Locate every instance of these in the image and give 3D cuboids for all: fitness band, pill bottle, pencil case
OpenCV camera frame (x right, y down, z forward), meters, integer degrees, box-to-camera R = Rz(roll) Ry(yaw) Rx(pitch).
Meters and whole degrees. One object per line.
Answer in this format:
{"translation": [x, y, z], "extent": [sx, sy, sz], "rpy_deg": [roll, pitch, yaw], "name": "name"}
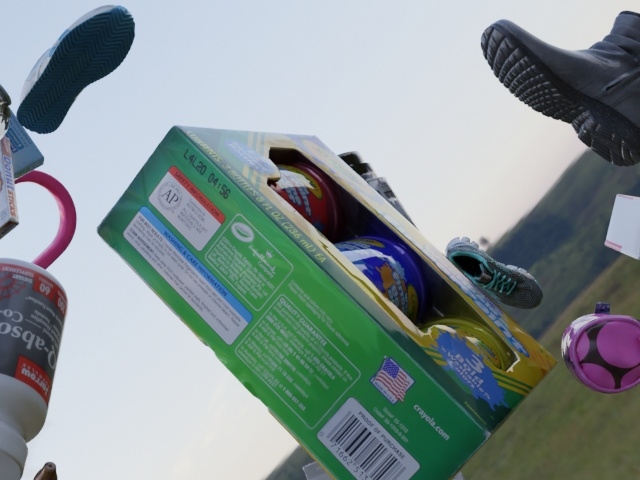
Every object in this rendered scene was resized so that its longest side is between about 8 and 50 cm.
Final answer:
{"translation": [-0.636, -0.020, 2.033], "extent": [0.054, 0.209, 0.291], "rpy_deg": [-11, 31, 52], "name": "fitness band"}
{"translation": [-0.555, 0.225, 1.655], "extent": [0.210, 0.210, 0.363], "rpy_deg": [121, 156, -43], "name": "pill bottle"}
{"translation": [0.324, 0.120, 1.101], "extent": [0.209, 0.098, 0.095], "rpy_deg": [8, -102, -78], "name": "pencil case"}

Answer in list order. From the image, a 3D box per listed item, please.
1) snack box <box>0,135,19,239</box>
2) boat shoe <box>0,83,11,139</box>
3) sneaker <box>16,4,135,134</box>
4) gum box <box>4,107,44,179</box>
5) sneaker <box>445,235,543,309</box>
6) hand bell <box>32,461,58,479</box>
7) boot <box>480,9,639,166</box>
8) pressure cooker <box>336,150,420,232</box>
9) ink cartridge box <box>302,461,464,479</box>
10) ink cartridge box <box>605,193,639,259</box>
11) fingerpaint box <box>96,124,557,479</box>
{"translation": [-0.482, -0.076, 1.452], "extent": [0.064, 0.178, 0.022], "rpy_deg": [-36, -40, 20], "name": "snack box"}
{"translation": [-0.426, -0.183, 1.124], "extent": [0.103, 0.118, 0.320], "rpy_deg": [-53, -5, 2], "name": "boat shoe"}
{"translation": [-0.348, -0.255, 1.377], "extent": [0.228, 0.087, 0.092], "rpy_deg": [-39, 38, 23], "name": "sneaker"}
{"translation": [-0.610, -0.159, 1.728], "extent": [0.184, 0.157, 0.041], "rpy_deg": [-34, -4, -23], "name": "gum box"}
{"translation": [0.256, 0.057, 1.477], "extent": [0.065, 0.166, 0.076], "rpy_deg": [-64, -12, 15], "name": "sneaker"}
{"translation": [-0.455, 0.437, 1.572], "extent": [0.126, 0.126, 0.242], "rpy_deg": [-38, -21, -52], "name": "hand bell"}
{"translation": [0.444, -0.298, 1.612], "extent": [0.223, 0.338, 0.118], "rpy_deg": [-53, 5, -14], "name": "boot"}
{"translation": [-0.005, 0.003, 2.087], "extent": [0.375, 0.420, 0.370], "rpy_deg": [-26, -7, -24], "name": "pressure cooker"}
{"translation": [0.143, 0.516, 1.960], "extent": [0.296, 0.261, 0.066], "rpy_deg": [-20, -2, -4], "name": "ink cartridge box"}
{"translation": [0.575, -0.006, 1.508], "extent": [0.158, 0.217, 0.092], "rpy_deg": [-106, 27, -82], "name": "ink cartridge box"}
{"translation": [0.031, 0.069, 1.125], "extent": [0.163, 0.445, 0.371], "rpy_deg": [-51, -15, 18], "name": "fingerpaint box"}
